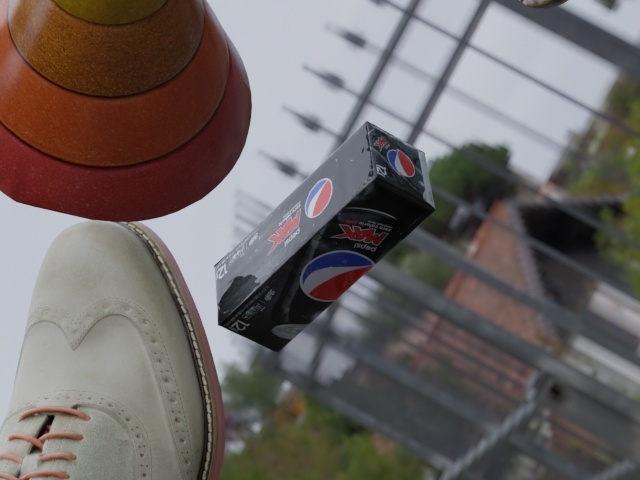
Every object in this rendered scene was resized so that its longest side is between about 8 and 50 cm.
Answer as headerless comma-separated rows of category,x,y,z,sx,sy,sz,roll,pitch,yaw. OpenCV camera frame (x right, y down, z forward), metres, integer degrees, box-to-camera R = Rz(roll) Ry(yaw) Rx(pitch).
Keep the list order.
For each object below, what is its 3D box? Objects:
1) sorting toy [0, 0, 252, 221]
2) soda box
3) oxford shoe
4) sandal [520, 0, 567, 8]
sorting toy,-0.056,-0.191,0.747,0.126,0.127,0.365,107,177,-61
soda box,0.000,0.000,1.227,0.169,0.053,0.060,-43,35,32
oxford shoe,-0.152,0.156,1.187,0.146,0.140,0.397,39,-137,-58
sandal,0.150,-0.173,0.854,0.180,0.049,0.072,-51,37,32
